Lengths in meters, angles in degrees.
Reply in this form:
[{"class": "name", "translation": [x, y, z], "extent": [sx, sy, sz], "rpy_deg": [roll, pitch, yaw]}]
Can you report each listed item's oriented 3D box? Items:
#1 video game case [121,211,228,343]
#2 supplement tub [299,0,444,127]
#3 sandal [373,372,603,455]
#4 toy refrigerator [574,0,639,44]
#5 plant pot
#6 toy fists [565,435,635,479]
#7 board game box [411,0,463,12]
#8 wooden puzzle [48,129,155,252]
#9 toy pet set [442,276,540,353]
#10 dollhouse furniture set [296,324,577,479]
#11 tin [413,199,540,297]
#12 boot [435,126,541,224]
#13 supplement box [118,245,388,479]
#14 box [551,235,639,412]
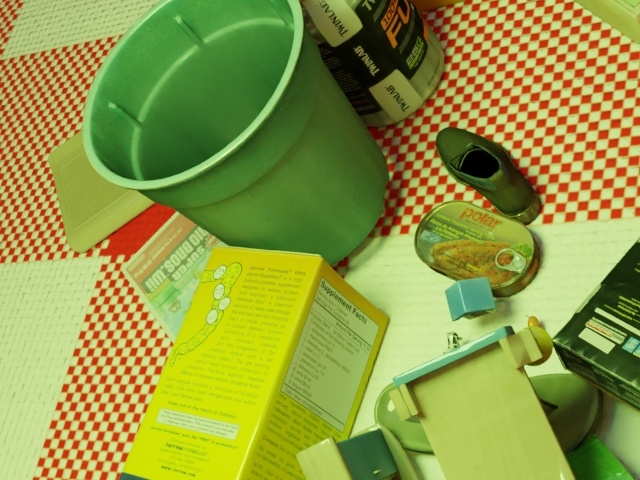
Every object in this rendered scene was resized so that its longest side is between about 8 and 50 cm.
[{"class": "video game case", "translation": [-0.184, 0.055, 1.813], "extent": [0.204, 0.025, 0.285], "rpy_deg": [-46, 47, 2]}, {"class": "supplement tub", "translation": [0.036, -0.324, 1.701], "extent": [0.194, 0.316, 0.193], "rpy_deg": [-17, 54, 25]}, {"class": "sandal", "translation": [0.193, 0.212, 1.403], "extent": [0.303, 0.086, 0.120], "rpy_deg": [-5, 60, 29]}, {"class": "toy refrigerator", "translation": [0.406, -0.386, 1.635], "extent": [0.102, 0.094, 0.269], "rpy_deg": [-43, 47, 4]}, {"class": "plant pot", "translation": [-0.090, -0.133, 1.587], "extent": [0.341, 0.334, 0.341], "rpy_deg": [-17, 53, 24]}, {"class": "toy fists", "translation": [0.316, 0.346, 1.232], "extent": [0.142, 0.096, 0.279], "rpy_deg": [-36, 45, 1]}, {"class": "board game box", "translation": [0.076, -0.596, 1.821], "extent": [0.356, 0.356, 0.356], "rpy_deg": [-10, 57, 30]}, {"class": "wooden puzzle", "translation": [-0.373, -0.118, 2.048], "extent": [0.221, 0.044, 0.238], "rpy_deg": [-34, 53, 12]}, {"class": "toy pet set", "translation": [0.207, 0.106, 1.456], "extent": [0.122, 0.065, 0.114], "rpy_deg": [-20, 71, 24]}, {"class": "dollhouse furniture set", "translation": [0.180, 0.274, 1.301], "extent": [0.303, 0.198, 0.286], "rpy_deg": [-29, 78, 17]}, {"class": "tin", "translation": [0.211, 0.010, 1.558], "extent": [0.190, 0.040, 0.106], "rpy_deg": [26, 83, 42]}, {"class": "boot", "translation": [0.214, -0.116, 1.587], "extent": [0.082, 0.106, 0.219], "rpy_deg": [-45, 47, 2]}, {"class": "supplement box", "translation": [-0.083, 0.210, 1.526], "extent": [0.195, 0.194, 0.356], "rpy_deg": [5, 65, 37]}, {"class": "box", "translation": [0.460, 0.104, 1.267], "extent": [0.257, 0.079, 0.322], "rpy_deg": [-48, 46, -13]}]
